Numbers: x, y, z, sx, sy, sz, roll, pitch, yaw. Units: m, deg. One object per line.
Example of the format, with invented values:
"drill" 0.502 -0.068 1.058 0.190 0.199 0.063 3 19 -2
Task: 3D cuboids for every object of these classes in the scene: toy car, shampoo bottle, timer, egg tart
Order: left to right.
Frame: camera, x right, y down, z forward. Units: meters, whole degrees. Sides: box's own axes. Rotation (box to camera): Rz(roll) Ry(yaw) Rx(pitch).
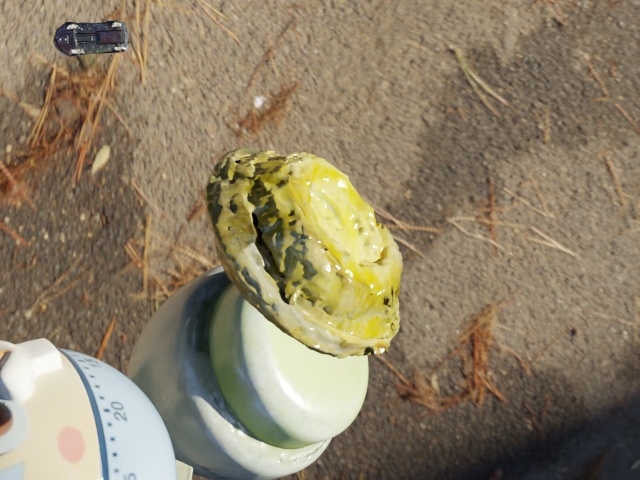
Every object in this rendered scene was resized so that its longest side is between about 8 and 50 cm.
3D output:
"timer" -0.188 0.115 0.474 0.175 0.175 0.255 -46 131 6
"toy car" -0.276 -0.244 1.099 0.093 0.025 0.041 -10 100 -30
"shampoo bottle" -0.115 0.198 1.361 0.317 0.322 0.322 -29 121 35
"egg tart" 0.000 0.000 0.966 0.279 0.278 0.095 37 123 -24

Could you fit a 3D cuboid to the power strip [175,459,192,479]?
"power strip" -0.220 0.293 1.075 0.075 0.042 0.175 28 138 -24
